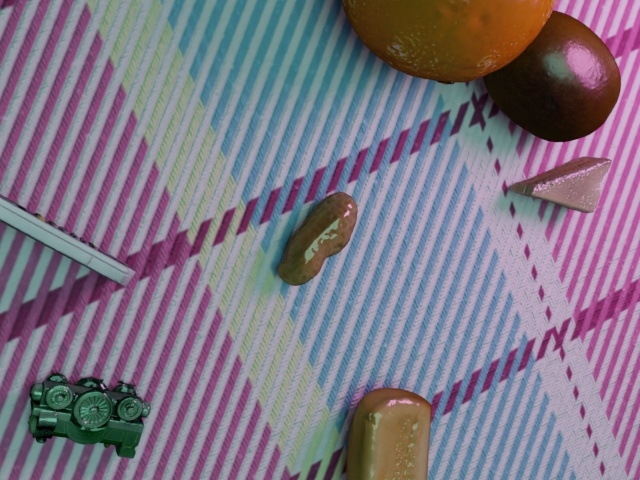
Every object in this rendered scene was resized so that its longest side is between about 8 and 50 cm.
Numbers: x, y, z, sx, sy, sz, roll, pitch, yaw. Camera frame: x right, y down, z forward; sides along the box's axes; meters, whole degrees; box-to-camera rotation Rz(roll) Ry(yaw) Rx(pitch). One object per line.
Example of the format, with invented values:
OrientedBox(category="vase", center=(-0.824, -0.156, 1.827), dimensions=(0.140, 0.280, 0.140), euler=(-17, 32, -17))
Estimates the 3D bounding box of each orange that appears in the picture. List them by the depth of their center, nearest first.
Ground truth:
OrientedBox(category="orange", center=(0.194, -0.414, 1.360), dimensions=(0.341, 0.293, 0.340), euler=(1, 77, -5))

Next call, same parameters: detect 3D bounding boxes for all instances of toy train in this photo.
OrientedBox(category="toy train", center=(-0.343, 0.256, 1.338), dimensions=(0.178, 0.071, 0.104), euler=(14, 99, -23))

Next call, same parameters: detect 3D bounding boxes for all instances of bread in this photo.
OrientedBox(category="bread", center=(0.109, 0.351, 1.506), dimensions=(0.147, 0.098, 0.217), euler=(6, 94, -23))
OrientedBox(category="bread", center=(0.424, -0.115, 1.607), dimensions=(0.152, 0.077, 0.105), euler=(14, 93, -25))

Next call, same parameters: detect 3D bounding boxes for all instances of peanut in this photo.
OrientedBox(category="peanut", center=(0.000, 0.000, 1.451), dimensions=(0.080, 0.080, 0.174), euler=(41, 82, -19))

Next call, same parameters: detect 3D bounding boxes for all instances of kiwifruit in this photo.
OrientedBox(category="kiwifruit", center=(0.392, -0.269, 1.525), dimensions=(0.234, 0.196, 0.196), euler=(40, 79, -23))

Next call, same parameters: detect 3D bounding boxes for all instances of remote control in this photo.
OrientedBox(category="remote control", center=(-0.381, -0.008, 1.283), dimensions=(0.250, 0.103, 0.034), euler=(31, 85, -20))
